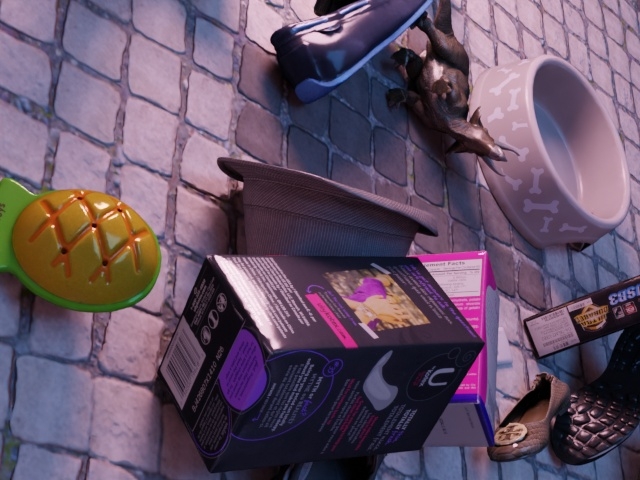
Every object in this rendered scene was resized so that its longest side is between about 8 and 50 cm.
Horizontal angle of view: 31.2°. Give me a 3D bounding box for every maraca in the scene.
[{"bbox_3d":[-0.239,0.003,1.064,0.185,0.099,0.127,17,52,-14],"label":"maraca"}]

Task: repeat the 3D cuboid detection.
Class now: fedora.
[{"bbox_3d":[0.000,0.000,1.283,0.275,0.243,0.124,15,89,-55],"label":"fedora"}]

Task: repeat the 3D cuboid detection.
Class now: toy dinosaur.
[{"bbox_3d":[0.177,-0.242,1.699,0.160,0.121,0.313,24,48,-56],"label":"toy dinosaur"}]

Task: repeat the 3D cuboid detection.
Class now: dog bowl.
[{"bbox_3d":[0.391,-0.148,1.889,0.349,0.102,0.349,27,51,-39],"label":"dog bowl"}]

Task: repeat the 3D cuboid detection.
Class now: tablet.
[{"bbox_3d":[0.246,0.151,1.631,0.083,0.006,0.054,2,70,-49],"label":"tablet"}]

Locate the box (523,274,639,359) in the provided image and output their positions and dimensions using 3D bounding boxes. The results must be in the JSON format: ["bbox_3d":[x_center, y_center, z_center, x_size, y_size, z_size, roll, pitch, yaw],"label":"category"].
[{"bbox_3d":[0.502,0.081,1.738,0.295,0.293,0.073,-12,80,-52],"label":"box"}]

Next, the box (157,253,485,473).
[{"bbox_3d":[0.000,0.118,1.152,0.270,0.165,0.143,2,37,-37],"label":"box"}]

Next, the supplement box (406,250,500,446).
[{"bbox_3d":[0.159,0.133,1.423,0.111,0.114,0.220,66,27,-48],"label":"supplement box"}]

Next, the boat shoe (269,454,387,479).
[{"bbox_3d":[0.015,0.247,1.228,0.112,0.095,0.335,58,38,-10],"label":"boat shoe"}]

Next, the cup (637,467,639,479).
[{"bbox_3d":[0.633,0.386,1.754,0.237,0.331,0.331,25,48,-9],"label":"cup"}]

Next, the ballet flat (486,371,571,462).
[{"bbox_3d":[0.287,0.238,1.567,0.250,0.084,0.058,-27,107,-58],"label":"ballet flat"}]

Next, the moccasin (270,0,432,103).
[{"bbox_3d":[0.052,-0.310,1.545,0.117,0.137,0.342,53,38,-9],"label":"moccasin"}]

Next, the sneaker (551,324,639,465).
[{"bbox_3d":[0.446,0.261,1.731,0.283,0.107,0.124,-40,143,-32],"label":"sneaker"}]
